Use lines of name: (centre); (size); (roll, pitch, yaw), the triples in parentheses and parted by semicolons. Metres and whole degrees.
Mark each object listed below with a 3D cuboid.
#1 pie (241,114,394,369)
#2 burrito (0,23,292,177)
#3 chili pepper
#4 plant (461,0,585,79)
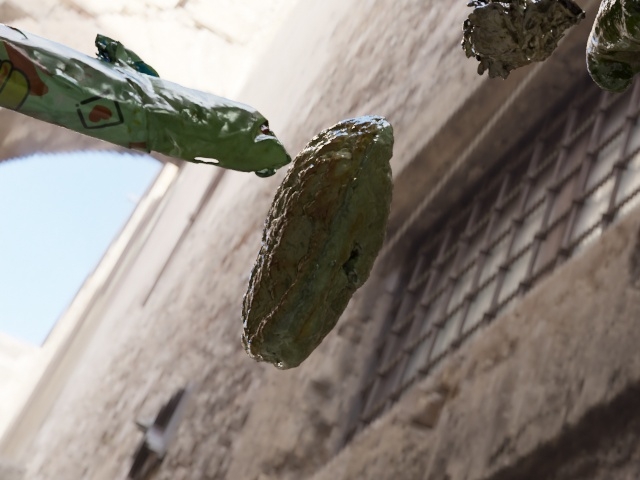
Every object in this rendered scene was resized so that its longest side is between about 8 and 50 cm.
pie: (0.000, 0.000, 1.292); (0.090, 0.248, 0.201); (25, -9, -16)
burrito: (-0.155, -0.115, 1.069); (0.288, 0.104, 0.054); (17, -56, -21)
chili pepper: (0.275, -0.189, 1.218); (0.072, 0.073, 0.204); (-11, -12, -5)
plant: (0.161, -0.206, 1.234); (0.122, 0.104, 0.116); (57, -28, 0)
